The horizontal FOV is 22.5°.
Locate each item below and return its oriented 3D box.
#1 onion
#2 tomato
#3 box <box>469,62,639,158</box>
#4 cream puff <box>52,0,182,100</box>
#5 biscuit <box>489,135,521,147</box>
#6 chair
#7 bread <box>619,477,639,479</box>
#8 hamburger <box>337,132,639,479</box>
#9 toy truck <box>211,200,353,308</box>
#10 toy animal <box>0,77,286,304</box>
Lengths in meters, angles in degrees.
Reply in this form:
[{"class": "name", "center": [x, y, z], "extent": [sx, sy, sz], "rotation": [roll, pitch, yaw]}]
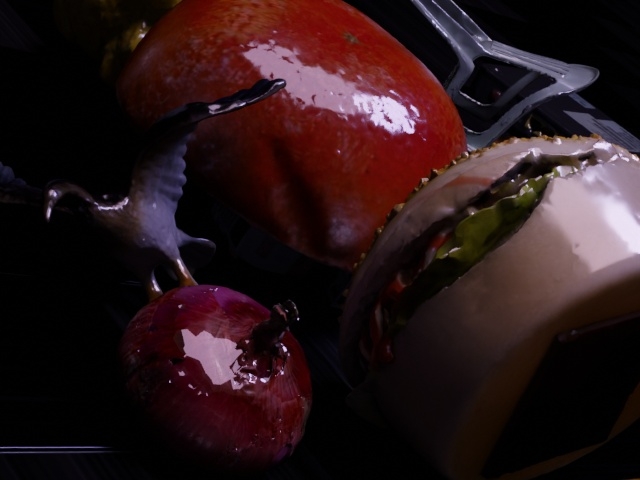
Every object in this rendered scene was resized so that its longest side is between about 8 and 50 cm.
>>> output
[{"class": "onion", "center": [-0.057, 0.075, 1.090], "extent": [0.150, 0.140, 0.150], "rotation": [19, 39, -17]}, {"class": "tomato", "center": [-0.004, -0.122, 1.383], "extent": [0.338, 0.144, 0.338], "rotation": [25, 27, -14]}, {"class": "box", "center": [0.383, -0.135, 2.276], "extent": [0.350, 0.058, 0.211], "rotation": [42, 23, 29]}, {"class": "cream puff", "center": [-0.162, -0.209, 1.596], "extent": [0.221, 0.195, 0.195], "rotation": [27, 17, -43]}, {"class": "biscuit", "center": [0.353, -0.034, 2.016], "extent": [0.333, 0.047, 0.202], "rotation": [19, 24, -22]}, {"class": "chair", "center": [0.178, -0.215, 1.998], "extent": [0.274, 0.190, 0.203], "rotation": [36, 19, -5]}, {"class": "bread", "center": [0.263, 0.267, 1.108], "extent": [0.246, 0.111, 0.239], "rotation": [6, 28, -42]}, {"class": "hamburger", "center": [0.157, 0.051, 1.230], "extent": [0.302, 0.302, 0.170], "rotation": [7, 38, -46]}, {"class": "toy truck", "center": [-0.001, 0.001, 1.430], "extent": [0.177, 0.080, 0.115], "rotation": [16, 33, -35]}, {"class": "toy animal", "center": [-0.139, -0.019, 1.196], "extent": [0.160, 0.272, 0.197], "rotation": [59, 19, -14]}]
